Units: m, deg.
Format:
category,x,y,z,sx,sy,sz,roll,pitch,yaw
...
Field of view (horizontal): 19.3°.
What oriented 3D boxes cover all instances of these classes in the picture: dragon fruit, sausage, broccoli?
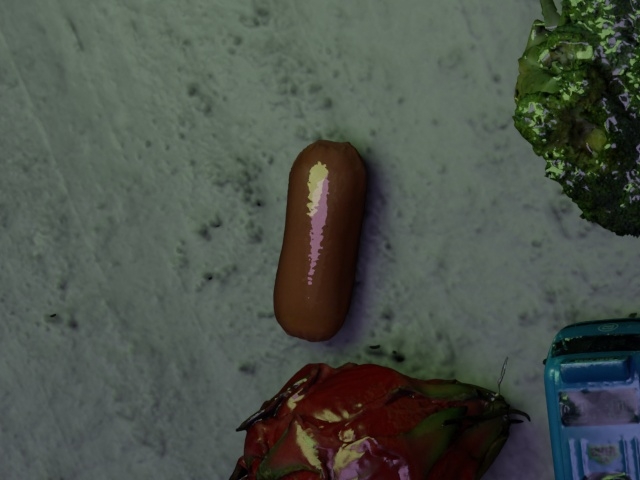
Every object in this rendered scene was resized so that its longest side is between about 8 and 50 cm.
category,x,y,z,sx,sy,sz,roll,pitch,yaw
dragon fruit,0.053,0.196,1.717,0.293,0.234,0.234,-38,82,-10
sausage,0.000,0.000,1.760,0.077,0.077,0.194,12,101,19
broccoli,0.283,-0.142,1.539,0.283,0.321,0.304,9,91,51

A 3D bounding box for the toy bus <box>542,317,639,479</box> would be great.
category,x,y,z,sx,sy,sz,roll,pitch,yaw
toy bus,0.265,0.197,1.653,0.113,0.134,0.246,-4,97,22
